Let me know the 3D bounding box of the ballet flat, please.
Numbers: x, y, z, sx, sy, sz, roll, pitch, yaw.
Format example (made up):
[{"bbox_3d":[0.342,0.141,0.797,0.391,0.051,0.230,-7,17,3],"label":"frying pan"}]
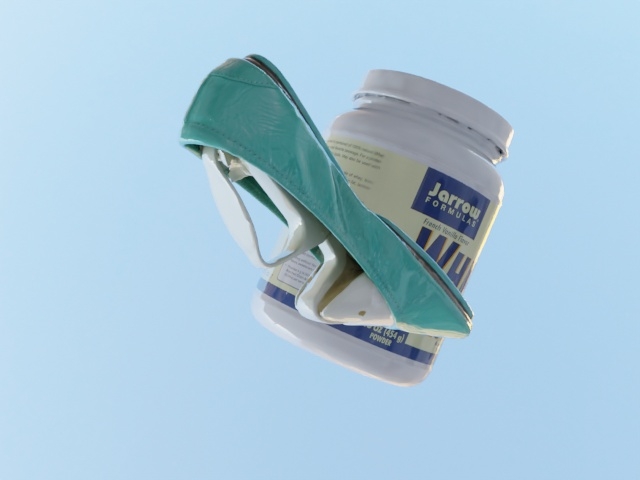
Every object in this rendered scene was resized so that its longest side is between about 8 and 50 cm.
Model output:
[{"bbox_3d":[0.000,0.000,0.462,0.087,0.083,0.247,-47,-69,-15],"label":"ballet flat"}]

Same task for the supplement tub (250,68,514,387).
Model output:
[{"bbox_3d":[0.078,-0.014,0.871,0.235,0.235,0.325,23,-91,16],"label":"supplement tub"}]
